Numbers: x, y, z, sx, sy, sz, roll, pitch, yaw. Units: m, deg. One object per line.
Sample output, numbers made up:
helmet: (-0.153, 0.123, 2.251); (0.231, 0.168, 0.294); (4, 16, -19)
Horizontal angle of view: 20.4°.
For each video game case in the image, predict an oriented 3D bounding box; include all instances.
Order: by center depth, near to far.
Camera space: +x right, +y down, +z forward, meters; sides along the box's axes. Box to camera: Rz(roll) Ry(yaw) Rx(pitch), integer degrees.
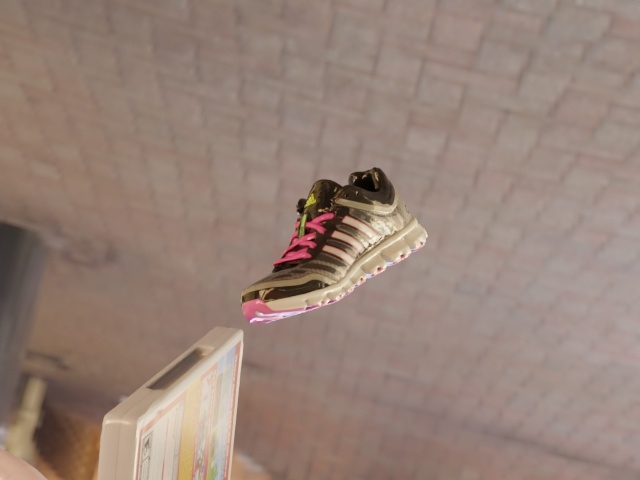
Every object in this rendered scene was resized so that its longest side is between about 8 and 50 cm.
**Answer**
video game case: (-0.102, 0.183, 1.195); (0.025, 0.204, 0.285); (7, -171, 10)

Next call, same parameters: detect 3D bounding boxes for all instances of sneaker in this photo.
sneaker: (0.000, 0.000, 1.203); (0.170, 0.075, 0.063); (-30, -171, -40)

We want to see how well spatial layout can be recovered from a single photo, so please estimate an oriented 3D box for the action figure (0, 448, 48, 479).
action figure: (-0.191, 0.055, 0.625); (0.275, 0.370, 0.248); (-21, 161, 5)
